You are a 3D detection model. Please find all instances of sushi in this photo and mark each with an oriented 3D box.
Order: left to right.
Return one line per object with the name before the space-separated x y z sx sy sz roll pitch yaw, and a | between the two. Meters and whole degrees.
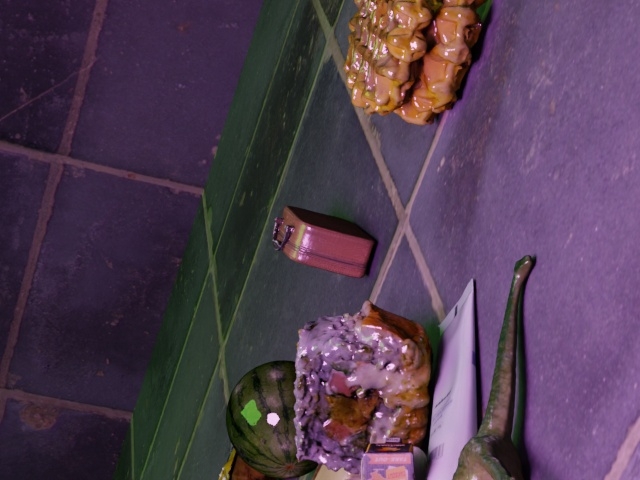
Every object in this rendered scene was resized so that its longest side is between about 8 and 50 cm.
sushi | 0.051 0.211 1.753 0.139 0.184 0.274 -76 -8 -66

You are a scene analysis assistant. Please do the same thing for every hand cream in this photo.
hand cream | 0.163 0.199 1.655 0.109 0.067 0.321 117 163 -46

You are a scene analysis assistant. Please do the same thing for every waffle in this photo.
waffle | 0.135 -0.321 1.979 0.324 0.151 0.261 -94 17 -55

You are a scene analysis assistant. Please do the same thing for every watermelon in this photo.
watermelon | -0.061 0.275 2.126 0.215 0.188 0.188 -103 29 -44

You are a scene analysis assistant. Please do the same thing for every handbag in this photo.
handbag | 0.000 0.000 2.197 0.193 0.151 0.072 -135 61 -71

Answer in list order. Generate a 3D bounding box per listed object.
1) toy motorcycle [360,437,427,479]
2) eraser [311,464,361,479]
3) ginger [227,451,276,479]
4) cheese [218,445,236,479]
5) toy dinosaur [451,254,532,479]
toy motorcycle | 0.090 0.371 1.623 0.157 0.091 0.263 -35 -58 -81
eraser | 0.030 0.365 1.971 0.117 0.058 0.172 -98 25 -52
ginger | -0.115 0.448 2.347 0.133 0.107 0.309 48 126 43
cheese | -0.162 0.462 2.558 0.270 0.069 0.177 -103 30 -64
toy dinosaur | 0.171 0.259 1.510 0.447 0.087 0.301 -65 19 18
